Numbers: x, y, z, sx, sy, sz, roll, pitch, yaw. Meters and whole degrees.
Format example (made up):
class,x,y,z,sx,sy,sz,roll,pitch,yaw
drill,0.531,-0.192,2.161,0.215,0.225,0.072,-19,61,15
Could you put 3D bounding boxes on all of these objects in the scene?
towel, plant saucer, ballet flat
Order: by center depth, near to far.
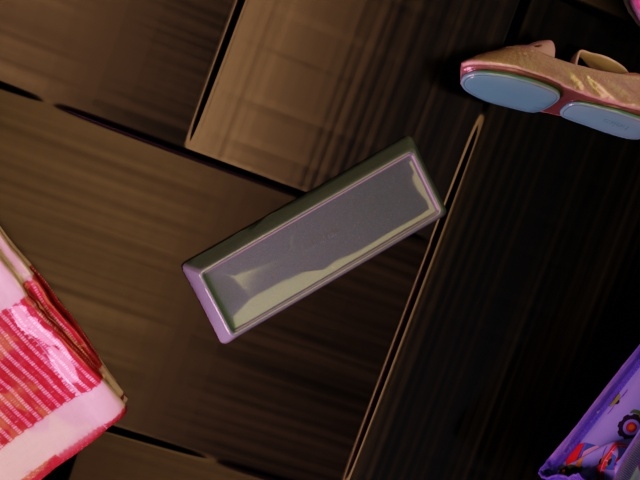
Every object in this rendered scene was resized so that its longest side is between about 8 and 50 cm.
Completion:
class,x,y,z,sx,sy,sz,roll,pitch,yaw
towel,-0.305,0.057,1.158,0.237,0.037,0.329,-37,109,-9
plant saucer,0.000,0.000,1.261,0.192,0.018,0.067,-30,108,-13
ballet flat,0.172,-0.117,1.288,0.168,0.057,0.052,15,66,-24

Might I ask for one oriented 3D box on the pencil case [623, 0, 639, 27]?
class,x,y,z,sx,sy,sz,roll,pitch,yaw
pencil case,0.351,-0.222,1.285,0.273,0.124,0.113,-25,106,-12

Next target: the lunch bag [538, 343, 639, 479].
class,x,y,z,sx,sy,sz,roll,pitch,yaw
lunch bag,0.348,0.126,1.335,0.221,0.138,0.293,37,81,-11
